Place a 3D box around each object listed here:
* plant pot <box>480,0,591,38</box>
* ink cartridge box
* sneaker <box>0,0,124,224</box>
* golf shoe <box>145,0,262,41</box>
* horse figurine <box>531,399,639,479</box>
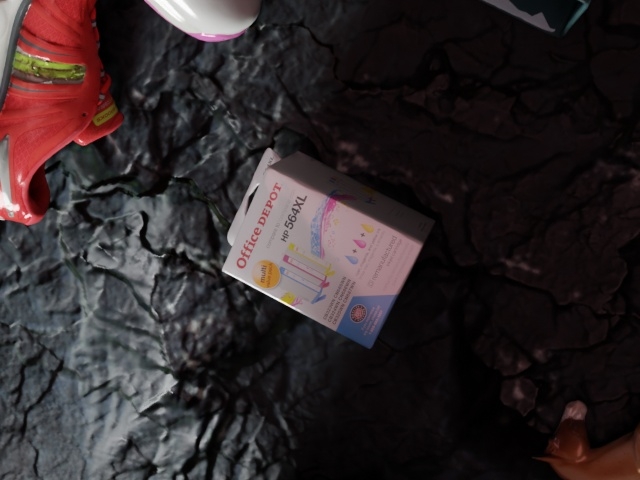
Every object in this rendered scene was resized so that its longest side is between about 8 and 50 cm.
[{"bbox_3d":[0.139,-0.277,0.581,0.166,0.166,0.234,28,100,6],"label":"plant pot"},{"bbox_3d":[0.000,0.000,0.705,0.143,0.090,0.092,27,106,6],"label":"ink cartridge box"},{"bbox_3d":[-0.203,-0.136,0.734,0.118,0.107,0.279,28,111,-13],"label":"sneaker"},{"bbox_3d":[-0.096,-0.271,0.609,0.140,0.115,0.306,5,132,38],"label":"golf shoe"},{"bbox_3d":[0.313,0.155,0.681,0.263,0.066,0.174,26,100,9],"label":"horse figurine"}]
